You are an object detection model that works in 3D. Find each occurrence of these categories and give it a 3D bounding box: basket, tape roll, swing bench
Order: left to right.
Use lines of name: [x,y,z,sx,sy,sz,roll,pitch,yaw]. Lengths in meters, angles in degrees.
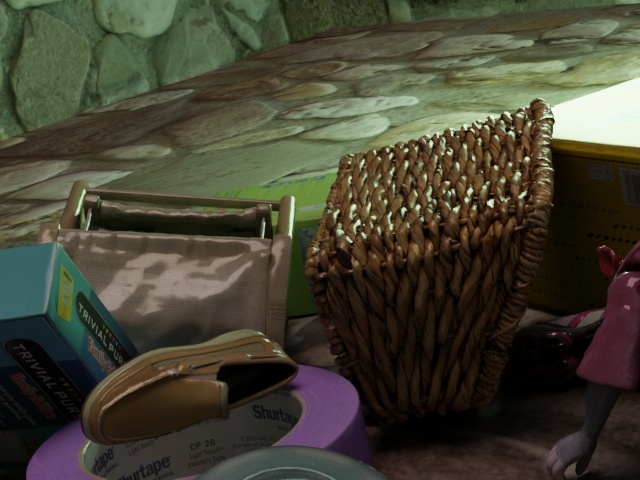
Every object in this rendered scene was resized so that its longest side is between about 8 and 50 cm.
swing bench: [-0.158,0.047,1.503,0.253,0.165,0.254,3,13,0]
tape roll: [-0.094,0.193,1.170,0.275,0.090,0.275,-11,15,3]
basket: [0.134,0.030,1.326,0.223,0.213,0.299,-15,19,13]

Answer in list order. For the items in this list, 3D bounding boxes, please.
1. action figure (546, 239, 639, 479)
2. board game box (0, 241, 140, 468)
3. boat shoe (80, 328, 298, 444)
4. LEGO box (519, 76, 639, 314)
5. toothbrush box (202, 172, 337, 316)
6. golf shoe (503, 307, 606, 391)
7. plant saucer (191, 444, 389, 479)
action figure: [0.289,0.068,1.027,0.248,0.275,0.370,-22,31,-12]
board game box: [-0.347,0.123,1.320,0.336,0.253,0.079,-8,53,13]
boat shoe: [-0.100,0.120,1.155,0.190,0.068,0.072,-23,30,-36]
LEGO box: [0.452,-0.049,1.419,0.373,0.193,0.500,-19,16,-26]
toothbrush box: [0.000,0.000,1.733,0.283,0.122,0.206,-10,16,10]
golf shoe: [0.260,0.089,1.314,0.186,0.067,0.086,-7,15,20]
plant saucer: [-0.021,0.207,0.977,0.195,0.037,0.195,0,44,0]
